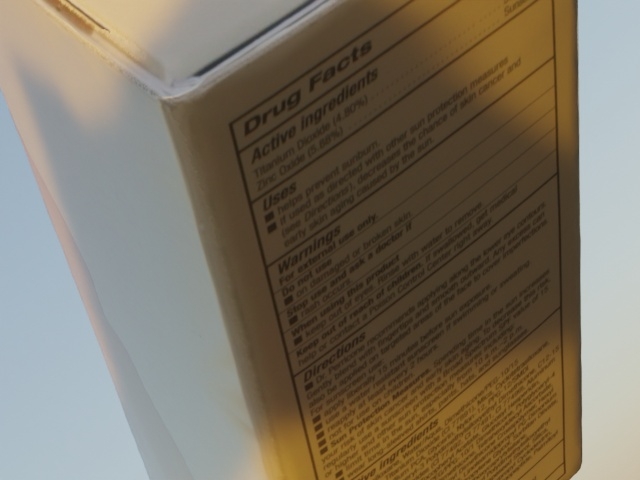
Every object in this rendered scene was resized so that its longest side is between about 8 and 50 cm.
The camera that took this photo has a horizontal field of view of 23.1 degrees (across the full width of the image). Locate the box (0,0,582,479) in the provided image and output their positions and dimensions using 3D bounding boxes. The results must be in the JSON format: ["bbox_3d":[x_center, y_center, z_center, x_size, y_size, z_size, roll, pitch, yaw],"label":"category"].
[{"bbox_3d":[0.000,0.000,0.535,0.148,0.121,0.311,-35,-38,-22],"label":"box"}]
